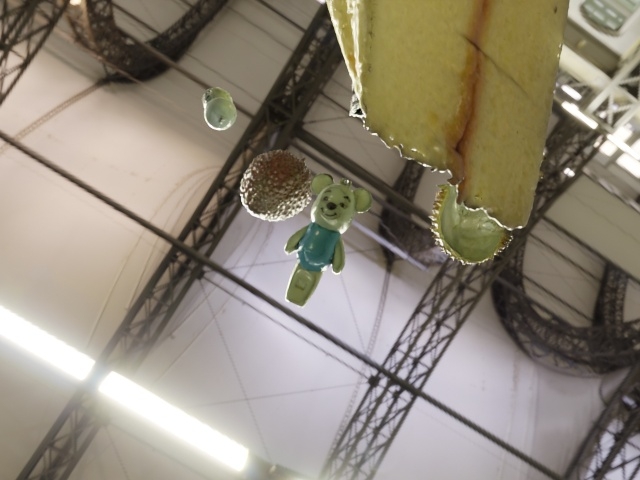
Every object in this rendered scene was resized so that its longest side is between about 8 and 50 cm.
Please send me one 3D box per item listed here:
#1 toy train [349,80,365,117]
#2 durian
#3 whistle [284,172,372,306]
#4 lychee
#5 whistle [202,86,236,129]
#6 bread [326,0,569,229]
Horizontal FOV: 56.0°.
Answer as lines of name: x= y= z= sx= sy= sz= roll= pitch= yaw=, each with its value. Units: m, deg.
toy train: x=0.179 y=-0.322 z=1.034 sx=0.138 sy=0.330 sz=0.178 roll=4 pitch=-105 yaw=-38
durian: x=0.323 y=-0.025 z=1.330 sx=0.252 sy=0.139 sz=0.144 roll=29 pitch=-148 yaw=-16
whistle: x=0.000 y=0.000 z=1.036 sx=0.114 sy=0.236 sz=0.077 roll=23 pitch=176 yaw=7
lychee: x=-0.096 y=-0.129 z=1.388 sx=0.165 sy=0.165 sz=0.197 roll=37 pitch=-131 yaw=-1
whistle: x=-0.113 y=-0.149 z=0.666 sx=0.035 sy=0.035 sz=0.100 roll=19 pitch=-156 yaw=-25
bread: x=0.162 y=-0.251 z=0.619 sx=0.345 sy=0.242 sz=0.405 roll=4 pitch=-114 yaw=-41
